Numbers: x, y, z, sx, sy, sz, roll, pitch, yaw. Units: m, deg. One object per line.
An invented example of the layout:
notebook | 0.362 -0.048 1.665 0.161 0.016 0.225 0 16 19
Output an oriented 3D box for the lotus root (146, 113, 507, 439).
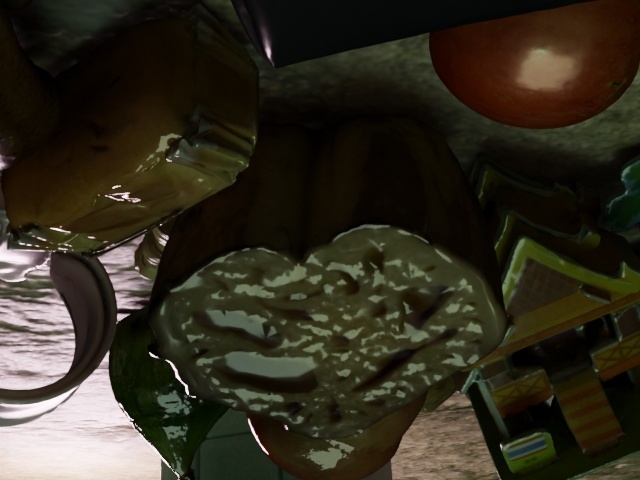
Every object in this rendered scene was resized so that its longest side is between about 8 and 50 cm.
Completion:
lotus root | 0.000 0.000 0.931 0.316 0.250 0.316 -1 145 -1

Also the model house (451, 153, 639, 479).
model house | 0.287 0.047 1.033 0.357 0.242 0.313 -22 132 8

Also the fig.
fig | -0.194 0.210 1.375 0.203 0.235 0.203 0 161 0

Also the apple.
apple | 0.145 -0.153 0.671 0.139 0.163 0.163 8 158 6

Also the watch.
watch | -0.345 0.072 1.038 0.244 0.231 0.196 5 158 -25

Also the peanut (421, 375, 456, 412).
peanut | 0.151 0.196 1.550 0.140 0.109 0.159 -10 146 -11

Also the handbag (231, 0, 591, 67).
handbag | 0.070 -0.215 0.473 0.302 0.178 0.275 -8 154 11

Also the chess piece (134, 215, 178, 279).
chess piece | -0.172 0.001 1.114 0.060 0.060 0.172 5 159 -19

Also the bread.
bread | -0.162 -0.082 0.820 0.241 0.136 0.107 -23 147 37

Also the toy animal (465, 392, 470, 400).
toy animal | 0.289 0.176 1.471 0.171 0.171 0.198 -3 165 0

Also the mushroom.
mushroom | -0.289 -0.119 0.711 0.194 0.138 0.231 -8 156 11

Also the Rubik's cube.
Rubik's cube | -0.070 0.419 1.777 0.322 0.316 0.319 -13 155 19

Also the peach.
peach | 0.025 0.197 1.367 0.252 0.252 0.252 -3 157 -1
